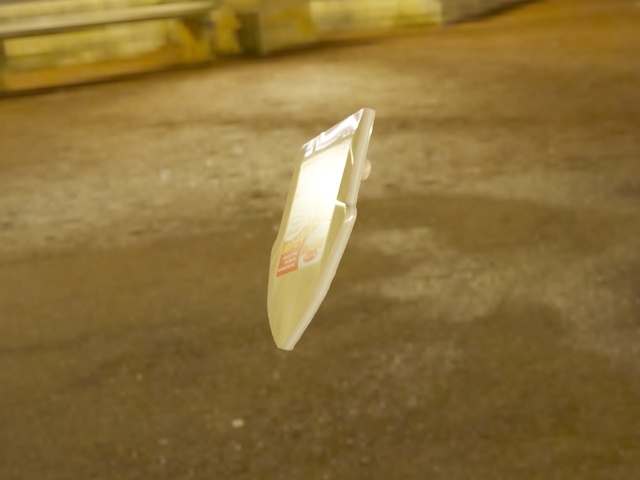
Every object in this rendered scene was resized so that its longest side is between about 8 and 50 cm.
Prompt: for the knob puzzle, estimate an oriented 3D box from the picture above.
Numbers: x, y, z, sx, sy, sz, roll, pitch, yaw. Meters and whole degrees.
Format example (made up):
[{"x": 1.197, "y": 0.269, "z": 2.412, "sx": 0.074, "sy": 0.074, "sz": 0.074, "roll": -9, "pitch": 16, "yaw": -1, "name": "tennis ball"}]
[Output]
[{"x": 0.000, "y": 0.000, "z": 1.287, "sx": 0.030, "sy": 0.213, "sz": 0.213, "roll": 17, "pitch": 7, "yaw": -16, "name": "knob puzzle"}]
